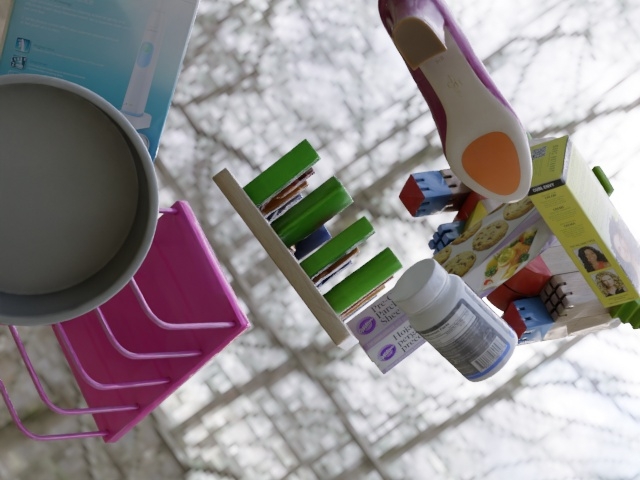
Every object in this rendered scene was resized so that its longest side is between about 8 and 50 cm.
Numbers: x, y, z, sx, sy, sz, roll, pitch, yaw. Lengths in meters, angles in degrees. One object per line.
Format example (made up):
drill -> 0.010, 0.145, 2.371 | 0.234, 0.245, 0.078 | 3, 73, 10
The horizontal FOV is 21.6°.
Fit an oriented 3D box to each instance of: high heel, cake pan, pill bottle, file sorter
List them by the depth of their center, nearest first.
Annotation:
high heel -> 0.129, -0.147, 1.597 | 0.244, 0.082, 0.117 | 48, 21, -29
pill bottle -> 0.147, 0.087, 1.855 | 0.137, 0.078, 0.078 | 44, -9, -20
cake pan -> -0.328, -0.049, 1.880 | 0.293, 0.293, 0.054 | 60, 3, -19
file sorter -> -0.282, 0.109, 2.190 | 0.182, 0.290, 0.202 | 3, 52, -53

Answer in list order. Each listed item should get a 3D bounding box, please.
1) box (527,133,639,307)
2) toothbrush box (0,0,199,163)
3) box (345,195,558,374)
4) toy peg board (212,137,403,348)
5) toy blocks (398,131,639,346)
box -> 0.343, -0.023, 2.160 | 0.058, 0.087, 0.232 | -18, -52, 31
toothbrush box -> -0.276, -0.256, 2.052 | 0.126, 0.216, 0.295 | -104, -151, -60
box -> 0.185, 0.047, 2.222 | 0.067, 0.324, 0.063 | 52, -1, 44
toy peg board -> 0.000, 0.000, 1.346 | 0.161, 0.079, 0.160 | 54, 0, 7
toy blocks -> 0.280, 0.002, 2.400 | 0.381, 0.261, 0.191 | 63, -35, 28
